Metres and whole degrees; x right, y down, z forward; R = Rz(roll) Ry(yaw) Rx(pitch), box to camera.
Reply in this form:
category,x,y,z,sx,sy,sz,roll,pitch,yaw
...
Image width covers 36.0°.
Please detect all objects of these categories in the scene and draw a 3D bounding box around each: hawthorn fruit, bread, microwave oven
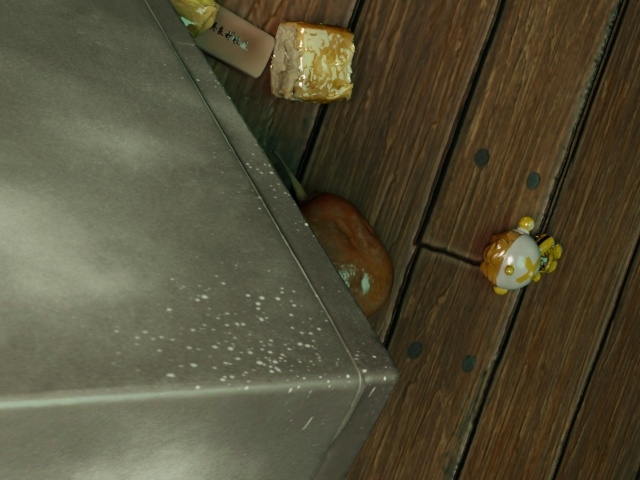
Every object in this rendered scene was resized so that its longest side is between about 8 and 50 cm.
category,x,y,z,sx,sy,sz,roll,pitch,yaw
hawthorn fruit,0.005,0.014,1.008,0.149,0.149,0.189,-13,114,-32
bread,-0.010,-0.179,0.991,0.070,0.077,0.083,2,102,-24
microwave oven,-0.214,0.020,0.629,0.374,0.432,0.236,2,128,-31

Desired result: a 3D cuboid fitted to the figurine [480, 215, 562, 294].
category,x,y,z,sx,sy,sz,roll,pitch,yaw
figurine,0.257,0.028,1.245,0.101,0.068,0.143,-57,144,0

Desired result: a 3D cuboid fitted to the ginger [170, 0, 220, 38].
category,x,y,z,sx,sy,sz,roll,pitch,yaw
ginger,-0.190,-0.168,0.861,0.115,0.081,0.205,42,84,-21

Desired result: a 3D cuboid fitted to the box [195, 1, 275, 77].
category,x,y,z,sx,sy,sz,roll,pitch,yaw
box,-0.097,-0.199,0.950,0.115,0.025,0.048,25,86,-37
